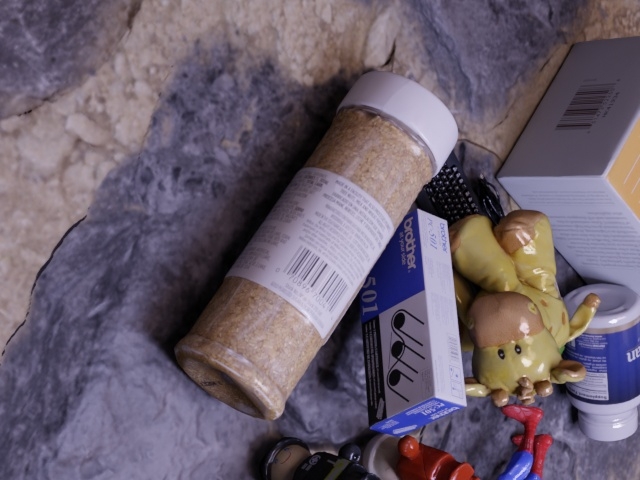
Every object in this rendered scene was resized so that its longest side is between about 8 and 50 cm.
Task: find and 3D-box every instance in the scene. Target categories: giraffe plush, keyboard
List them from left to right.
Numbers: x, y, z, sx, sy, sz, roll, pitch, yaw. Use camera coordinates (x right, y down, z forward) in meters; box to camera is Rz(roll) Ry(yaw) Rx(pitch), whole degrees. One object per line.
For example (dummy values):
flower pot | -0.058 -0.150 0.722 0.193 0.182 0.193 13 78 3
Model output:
keyboard | 0.169 -0.026 1.598 0.100 0.038 0.192 -43 117 -28
giraffe plush | 0.190 0.092 1.493 0.210 0.181 0.170 47 24 -13

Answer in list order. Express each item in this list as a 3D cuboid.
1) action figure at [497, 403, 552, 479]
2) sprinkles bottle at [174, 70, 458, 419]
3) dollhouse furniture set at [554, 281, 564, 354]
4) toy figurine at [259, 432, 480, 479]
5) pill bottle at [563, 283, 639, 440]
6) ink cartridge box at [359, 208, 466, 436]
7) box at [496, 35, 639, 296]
action figure | 0.163 0.315 1.573 0.091 0.139 0.280 63 32 -41
sprinkles bottle | 0.000 0.000 1.415 0.121 0.121 0.355 47 65 -29
dollhouse furniture set | 0.227 0.087 1.610 0.058 0.076 0.152 -53 140 -29
toy figurine | 0.041 0.298 1.453 0.213 0.148 0.210 -1 98 -40
pill bottle | 0.331 0.144 1.687 0.094 0.094 0.169 -26 119 -34
ink cartridge box | 0.088 0.082 1.451 0.046 0.097 0.207 21 53 -36
box | 0.402 -0.045 1.695 0.345 0.168 0.215 45 66 -30
